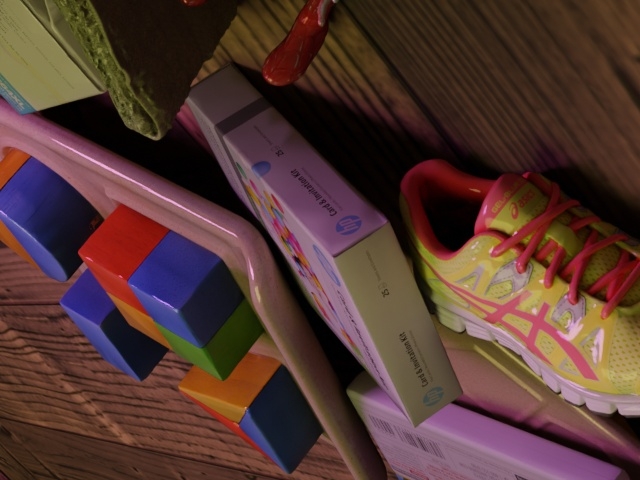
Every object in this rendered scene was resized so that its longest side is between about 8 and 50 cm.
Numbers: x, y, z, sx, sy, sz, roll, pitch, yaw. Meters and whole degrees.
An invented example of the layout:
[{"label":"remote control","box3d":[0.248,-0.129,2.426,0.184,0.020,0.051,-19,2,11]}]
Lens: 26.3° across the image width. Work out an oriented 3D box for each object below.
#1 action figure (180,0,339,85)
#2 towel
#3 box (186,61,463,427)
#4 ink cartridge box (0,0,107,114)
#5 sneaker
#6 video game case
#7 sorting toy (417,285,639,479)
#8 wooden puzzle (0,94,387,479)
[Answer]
[{"label":"action figure","box3d":[-0.015,-0.125,0.536,0.091,0.139,0.280,41,154,-2]},{"label":"towel","box3d":[-0.090,-0.132,0.666,0.027,0.110,0.148,8,145,29]},{"label":"box","box3d":[0.000,0.000,0.768,0.186,0.038,0.145,46,167,46]},{"label":"ink cartridge box","box3d":[-0.139,-0.135,0.752,0.090,0.092,0.143,51,156,-22]},{"label":"sneaker","box3d":[0.110,0.014,0.645,0.208,0.081,0.094,17,145,45]},{"label":"video game case","box3d":[0.135,0.188,0.884,0.227,0.026,0.206,15,142,50]},{"label":"sorting toy","box3d":[0.126,0.115,0.860,0.208,0.038,0.193,43,157,8]},{"label":"wooden puzzle","box3d":[-0.124,0.042,0.994,0.348,0.080,0.322,32,161,33]}]
